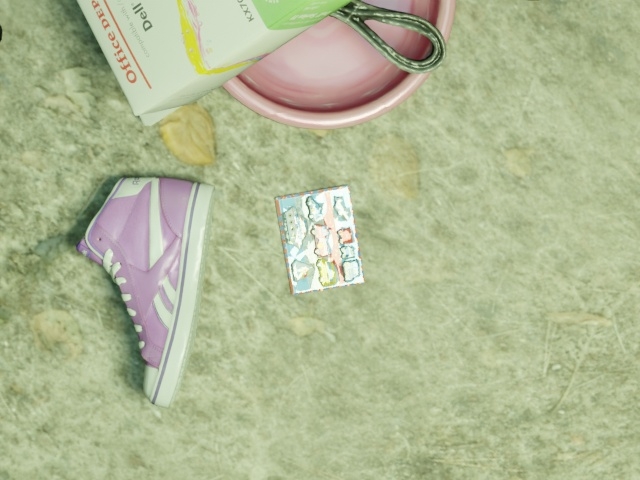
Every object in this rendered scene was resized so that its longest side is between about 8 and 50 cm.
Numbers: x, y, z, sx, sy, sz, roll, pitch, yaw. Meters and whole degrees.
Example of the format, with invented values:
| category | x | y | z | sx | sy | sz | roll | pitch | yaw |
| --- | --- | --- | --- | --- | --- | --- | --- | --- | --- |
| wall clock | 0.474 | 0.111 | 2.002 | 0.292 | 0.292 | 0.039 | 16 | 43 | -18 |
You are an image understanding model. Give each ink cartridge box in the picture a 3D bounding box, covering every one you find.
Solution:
| category | x | y | z | sx | sy | sz | roll | pitch | yaw |
| --- | --- | --- | --- | --- | --- | --- | --- | --- | --- |
| ink cartridge box | -0.155 | -0.281 | 1.555 | 0.353 | 0.119 | 0.207 | -29 | 88 | 33 |

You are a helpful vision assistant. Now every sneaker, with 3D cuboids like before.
| category | x | y | z | sx | sy | sz | roll | pitch | yaw |
| --- | --- | --- | --- | --- | --- | --- | --- | --- | --- |
| sneaker | -0.226 | 0.060 | 1.683 | 0.161 | 0.102 | 0.282 | 7 | 82 | -2 |

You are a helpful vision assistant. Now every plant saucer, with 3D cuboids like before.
| category | x | y | z | sx | sy | sz | roll | pitch | yaw |
| --- | --- | --- | --- | --- | --- | --- | --- | --- | --- |
| plant saucer | -0.001 | -0.303 | 1.681 | 0.332 | 0.084 | 0.332 | 0 | 94 | -6 |

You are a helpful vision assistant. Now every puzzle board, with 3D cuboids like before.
| category | x | y | z | sx | sy | sz | roll | pitch | yaw |
| --- | --- | --- | --- | --- | --- | --- | --- | --- | --- |
| puzzle board | 0.000 | 0.000 | 1.737 | 0.096 | 0.011 | 0.128 | -10 | 94 | -4 |

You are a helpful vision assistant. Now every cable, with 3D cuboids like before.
| category | x | y | z | sx | sy | sz | roll | pitch | yaw |
| --- | --- | --- | --- | --- | --- | --- | --- | --- | --- |
| cable | 0.020 | -0.285 | 1.606 | 0.139 | 0.072 | 0.287 | -44 | 96 | 4 |

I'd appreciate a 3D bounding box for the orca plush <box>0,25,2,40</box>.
| category | x | y | z | sx | sy | sz | roll | pitch | yaw |
| --- | --- | --- | --- | --- | --- | --- | --- | --- | --- |
| orca plush | -0.446 | -0.255 | 1.662 | 0.151 | 0.102 | 0.287 | -27 | 84 | 42 |
